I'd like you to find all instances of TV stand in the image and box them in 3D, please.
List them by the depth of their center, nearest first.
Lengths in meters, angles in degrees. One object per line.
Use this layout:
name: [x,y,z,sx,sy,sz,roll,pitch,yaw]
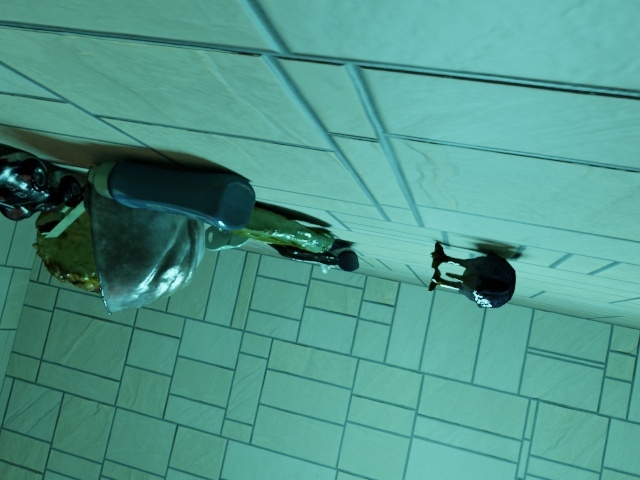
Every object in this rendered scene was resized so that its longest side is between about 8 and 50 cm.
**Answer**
TV stand: [-0.560,-0.078,1.394,0.249,0.042,0.036,-33,164,30]

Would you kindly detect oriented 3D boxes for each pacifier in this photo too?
pacifier: [-0.263,-0.037,1.698,0.151,0.126,0.116,-6,134,13]

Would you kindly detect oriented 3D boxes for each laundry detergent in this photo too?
laundry detergent: [-0.266,-0.090,1.069,0.290,0.094,0.143,13,-178,20]

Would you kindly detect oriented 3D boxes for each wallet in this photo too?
wallet: [-0.073,0.018,1.760,0.165,0.042,0.309,10,-172,-23]

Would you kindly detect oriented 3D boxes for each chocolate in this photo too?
chocolate: [-0.342,-0.010,1.250,0.213,0.303,0.303,-8,180,-14]

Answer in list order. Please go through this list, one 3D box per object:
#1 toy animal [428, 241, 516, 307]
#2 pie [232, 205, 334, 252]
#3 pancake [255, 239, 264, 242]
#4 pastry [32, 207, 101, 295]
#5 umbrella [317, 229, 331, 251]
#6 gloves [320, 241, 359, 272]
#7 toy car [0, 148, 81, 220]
toy animal: [0.334,0.082,1.330,0.186,0.122,0.298,9,175,28]
pie: [-0.116,-0.030,1.445,0.303,0.066,0.302,14,176,1]
pancake: [-0.140,-0.022,1.620,0.108,0.017,0.108,11,-146,-8]
pastry: [-0.535,0.007,1.649,0.405,0.292,0.337,-1,180,26]
umbrella: [0.000,0.000,1.611,0.067,0.062,0.143,43,175,0]
gloves: [0.056,0.054,1.835,0.119,0.097,0.229,18,169,-14]
toy car: [-0.672,-0.131,1.378,0.193,0.118,0.301,-8,168,7]
